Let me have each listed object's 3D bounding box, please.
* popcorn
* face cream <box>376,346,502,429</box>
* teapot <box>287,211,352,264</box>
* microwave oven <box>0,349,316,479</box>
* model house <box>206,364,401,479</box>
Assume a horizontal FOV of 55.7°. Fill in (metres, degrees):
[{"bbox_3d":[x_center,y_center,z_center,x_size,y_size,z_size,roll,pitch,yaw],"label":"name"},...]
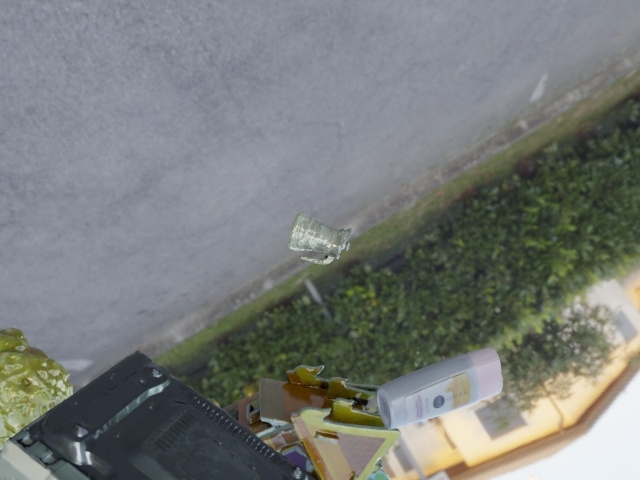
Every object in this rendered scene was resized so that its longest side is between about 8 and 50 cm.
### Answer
[{"bbox_3d":[-0.568,0.262,1.061,0.255,0.195,0.255,7,137,-8],"label":"popcorn"},{"bbox_3d":[0.185,0.228,0.928,0.198,0.084,0.057,-14,-163,-16],"label":"face cream"},{"bbox_3d":[0.000,0.000,0.854,0.057,0.083,0.067,-44,148,-77],"label":"teapot"},{"bbox_3d":[-0.166,0.289,0.651,0.181,0.295,0.237,-61,170,24],"label":"microwave oven"},{"bbox_3d":[0.009,0.394,0.983,0.312,0.358,0.242,-23,-165,3],"label":"model house"}]
